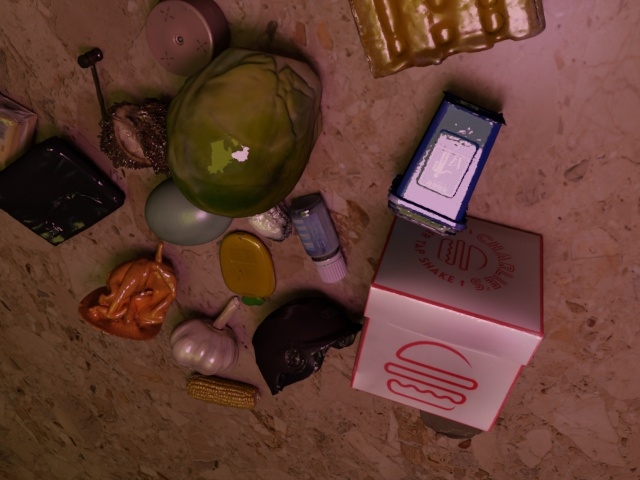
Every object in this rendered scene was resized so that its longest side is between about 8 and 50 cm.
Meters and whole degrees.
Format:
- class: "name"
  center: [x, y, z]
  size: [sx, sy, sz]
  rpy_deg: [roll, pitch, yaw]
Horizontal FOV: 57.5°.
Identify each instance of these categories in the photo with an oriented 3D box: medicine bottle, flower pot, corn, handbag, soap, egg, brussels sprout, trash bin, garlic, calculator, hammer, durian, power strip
- class: "medicine bottle"
  center: [0.000, 0.000, 1.324]
  size: [0.084, 0.083, 0.203]
  rpy_deg: [-11, 116, 26]
- class: "flower pot"
  center: [0.318, 0.348, 1.373]
  size: [0.212, 0.202, 0.212]
  rpy_deg: [11, 129, 14]
- class: "corn"
  center: [-0.293, 0.450, 1.730]
  size: [0.238, 0.080, 0.080]
  rpy_deg: [10, 125, 15]
- class: "handbag"
  center: [-0.655, -0.119, 1.444]
  size: [0.275, 0.088, 0.244]
  rpy_deg: [-29, 127, 20]
- class: "soap"
  center: [0.176, -0.458, 0.916]
  size: [0.294, 0.156, 0.335]
  rpy_deg: [-12, 117, 23]
- class: "egg"
  center: [-0.300, -0.071, 1.332]
  size: [0.231, 0.168, 0.168]
  rpy_deg: [-6, 120, 30]
- class: "brussels sprout"
  center: [-0.150, -0.207, 1.124]
  size: [0.268, 0.344, 0.344]
  rpy_deg: [25, 127, 15]
- class: "trash bin"
  center: [0.239, -0.148, 1.102]
  size: [0.163, 0.184, 0.234]
  rpy_deg: [23, 115, 4]
- class: "garlic"
  center: [-0.291, 0.238, 1.557]
  size: [0.199, 0.199, 0.226]
  rpy_deg: [30, 99, -1]
- class: "calculator"
  center: [-0.185, 0.079, 1.475]
  size: [0.146, 0.032, 0.234]
  rpy_deg: [6, 125, 16]
- class: "hammer"
  center: [-0.499, -0.290, 1.339]
  size: [0.029, 0.058, 0.292]
  rpy_deg: [15, 131, 17]
- class: "durian"
  center: [-0.380, -0.215, 1.276]
  size: [0.196, 0.167, 0.196]
  rpy_deg: [16, 143, 12]
- class: "power strip"
  center: [-0.263, -0.408, 1.152]
  size: [0.154, 0.078, 0.154]
  rpy_deg: [11, 125, 16]

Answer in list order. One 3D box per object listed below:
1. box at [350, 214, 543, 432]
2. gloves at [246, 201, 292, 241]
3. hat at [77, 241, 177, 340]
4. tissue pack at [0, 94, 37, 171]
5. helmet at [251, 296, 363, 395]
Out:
- class: "box"
  center: [0.254, 0.146, 1.189]
  size: [0.312, 0.314, 0.300]
  rpy_deg: [16, 128, 9]
- class: "gloves"
  center: [-0.117, -0.064, 1.327]
  size: [0.114, 0.070, 0.153]
  rpy_deg: [-14, 116, 42]
- class: "hat"
  center: [-0.464, 0.097, 1.499]
  size: [0.244, 0.233, 0.233]
  rpy_deg: [15, 113, -41]
- class: "tissue pack"
  center: [-0.815, -0.260, 1.442]
  size: [0.186, 0.090, 0.222]
  rpy_deg: [29, 128, -4]
- class: "helmet"
  center: [-0.045, 0.230, 1.426]
  size: [0.305, 0.225, 0.177]
  rpy_deg: [-45, 71, 27]
